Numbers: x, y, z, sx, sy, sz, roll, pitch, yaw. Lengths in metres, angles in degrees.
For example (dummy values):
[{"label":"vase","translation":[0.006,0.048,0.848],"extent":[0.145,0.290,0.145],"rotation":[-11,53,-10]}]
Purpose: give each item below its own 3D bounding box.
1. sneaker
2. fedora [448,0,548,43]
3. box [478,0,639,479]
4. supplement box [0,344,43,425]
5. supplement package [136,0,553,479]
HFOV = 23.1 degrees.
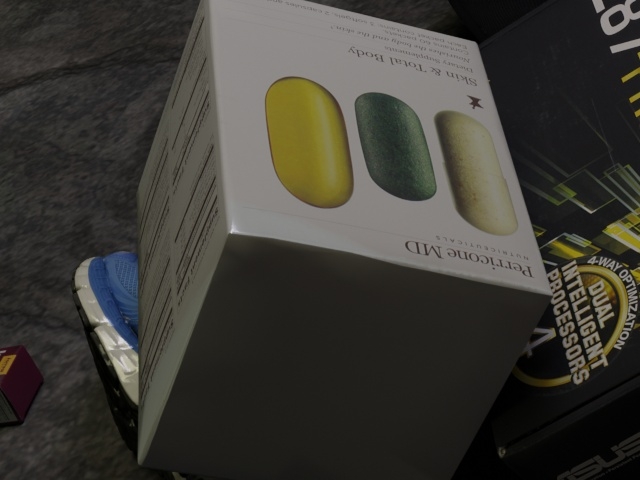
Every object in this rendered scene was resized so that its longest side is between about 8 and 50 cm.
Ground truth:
[{"label":"sneaker","translation":[-0.079,0.098,1.156],"extent":[0.147,0.129,0.330],"rotation":[-24,36,-18]},{"label":"fedora","translation":[0.203,-0.246,1.432],"extent":[0.244,0.124,0.275],"rotation":[-34,24,-17]},{"label":"box","translation":[0.238,-0.049,1.038],"extent":[0.318,0.097,0.395],"rotation":[-30,36,20]},{"label":"supplement box","translation":[-0.284,0.125,1.310],"extent":[0.083,0.043,0.055],"rotation":[-11,33,22]},{"label":"supplement package","translation":[0.000,0.000,1.008],"extent":[0.199,0.198,0.262],"rotation":[11,38,-16]}]
